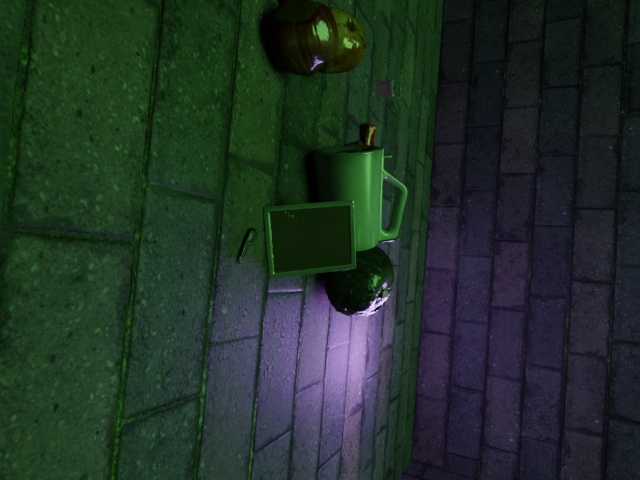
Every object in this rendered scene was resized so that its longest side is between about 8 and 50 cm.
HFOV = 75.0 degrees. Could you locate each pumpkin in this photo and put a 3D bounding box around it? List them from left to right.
[{"bbox_3d":[0.154,0.162,1.684,0.327,0.257,0.292,-32,138,-48],"label":"pumpkin"}]

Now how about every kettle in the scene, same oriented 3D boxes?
[{"bbox_3d":[0.158,-0.163,1.581,0.360,0.250,0.377,-9,109,-18],"label":"kettle"}]

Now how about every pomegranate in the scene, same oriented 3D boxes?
[{"bbox_3d":[0.039,-0.663,1.415,0.215,0.215,0.216,-13,105,-62],"label":"pomegranate"}]

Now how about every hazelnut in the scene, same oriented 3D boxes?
[{"bbox_3d":[-0.055,-0.613,1.253,0.210,0.210,0.186,26,42,-62],"label":"hazelnut"}]

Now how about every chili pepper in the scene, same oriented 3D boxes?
[{"bbox_3d":[0.225,-0.487,1.952,0.070,0.073,0.123,-166,-100,-74],"label":"chili pepper"}]

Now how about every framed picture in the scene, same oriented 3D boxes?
[{"bbox_3d":[-0.030,-0.006,1.332,0.019,0.295,0.233,-143,-131,-71],"label":"framed picture"}]

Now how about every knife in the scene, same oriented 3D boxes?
[{"bbox_3d":[-0.211,0.015,1.192,0.031,0.018,0.121,54,48,-49],"label":"knife"}]

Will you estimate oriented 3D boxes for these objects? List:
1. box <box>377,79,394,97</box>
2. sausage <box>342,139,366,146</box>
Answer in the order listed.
[{"bbox_3d":[0.334,-0.770,2.116,0.035,0.083,0.080,-37,127,-57],"label":"box"},{"bbox_3d":[0.150,-0.270,1.736,0.152,0.152,0.280,-44,131,-54],"label":"sausage"}]
